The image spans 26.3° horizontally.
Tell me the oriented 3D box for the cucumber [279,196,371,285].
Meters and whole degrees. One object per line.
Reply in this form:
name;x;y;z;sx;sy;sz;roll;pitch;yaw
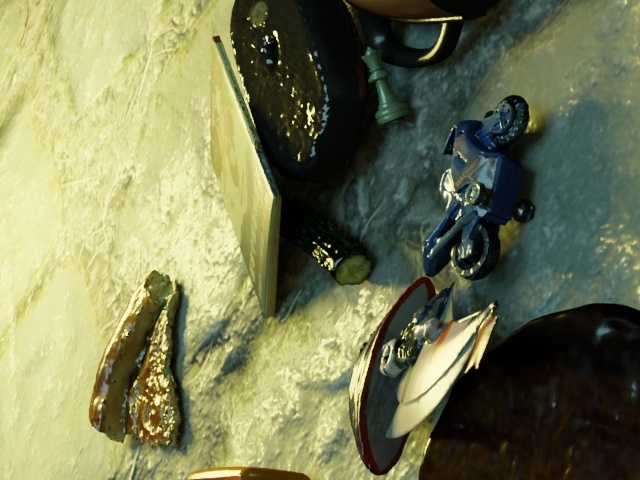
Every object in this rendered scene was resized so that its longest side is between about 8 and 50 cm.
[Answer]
cucumber;0.000;-0.001;1.704;0.187;0.058;0.058;37;109;53

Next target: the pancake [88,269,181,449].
pancake;-0.257;0.201;2.007;0.266;0.057;0.244;-63;37;18

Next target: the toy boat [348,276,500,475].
toy boat;0.104;0.147;1.418;0.219;0.072;0.318;-67;15;1

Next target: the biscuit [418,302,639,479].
biscuit;0.241;0.261;1.235;0.407;0.091;0.407;-26;57;48

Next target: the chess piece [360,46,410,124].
chess piece;0.073;-0.187;1.639;0.042;0.042;0.093;-18;94;52

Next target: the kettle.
kettle;0.112;-0.304;1.598;0.232;0.144;0.202;11;118;63

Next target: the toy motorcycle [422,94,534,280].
toy motorcycle;0.167;-0.057;1.464;0.114;0.076;0.205;6;80;58

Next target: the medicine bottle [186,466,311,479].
medicine bottle;-0.094;0.389;1.654;0.149;0.112;0.222;-17;65;52

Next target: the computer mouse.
computer mouse;-0.018;-0.220;1.750;0.183;0.116;0.323;-43;54;44

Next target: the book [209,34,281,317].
book;-0.105;-0.088;1.826;0.228;0.018;0.322;94;161;-46
